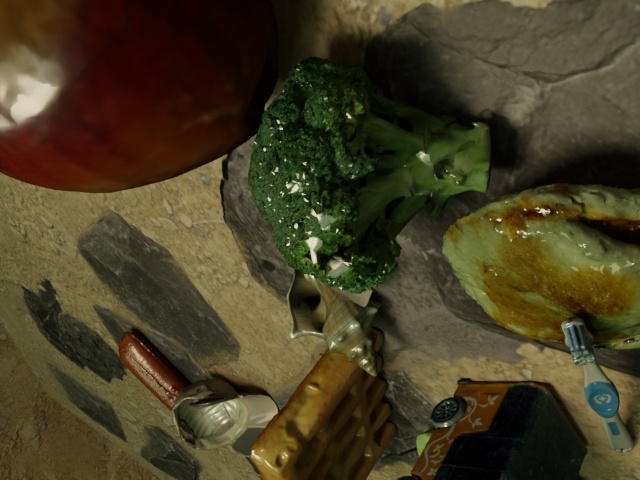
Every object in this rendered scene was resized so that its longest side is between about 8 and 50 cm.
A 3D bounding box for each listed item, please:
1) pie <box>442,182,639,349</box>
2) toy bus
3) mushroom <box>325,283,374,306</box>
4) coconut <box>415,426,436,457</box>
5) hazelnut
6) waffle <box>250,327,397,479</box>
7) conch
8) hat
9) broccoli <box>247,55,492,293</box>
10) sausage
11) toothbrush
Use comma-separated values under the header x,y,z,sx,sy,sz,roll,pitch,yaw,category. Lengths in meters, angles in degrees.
x,y,z,sx,sy,sz,roll,pitch,yaw,category
0.256,0.032,0.665,0.257,0.105,0.274,18,152,5,pie
0.227,0.361,0.884,0.194,0.323,0.162,-16,115,48,toy bus
0.000,0.000,0.924,0.225,0.093,0.116,40,167,-5,mushroom
0.216,0.380,1.133,0.083,0.081,0.082,29,110,44,coconut
-0.263,-0.227,0.693,0.429,0.402,0.402,17,139,23,hazelnut
0.020,0.353,1.101,0.077,0.304,0.348,18,141,31,waffle
0.015,0.122,1.018,0.234,0.137,0.114,37,172,24,conch
-0.240,0.427,1.585,0.275,0.161,0.232,-17,129,26,hat
0.053,-0.072,0.699,0.270,0.270,0.270,-5,130,9,broccoli
-0.460,0.395,1.808,0.330,0.102,0.102,48,145,-6,sausage
0.336,0.185,0.749,0.040,0.040,0.386,11,155,38,toothbrush
